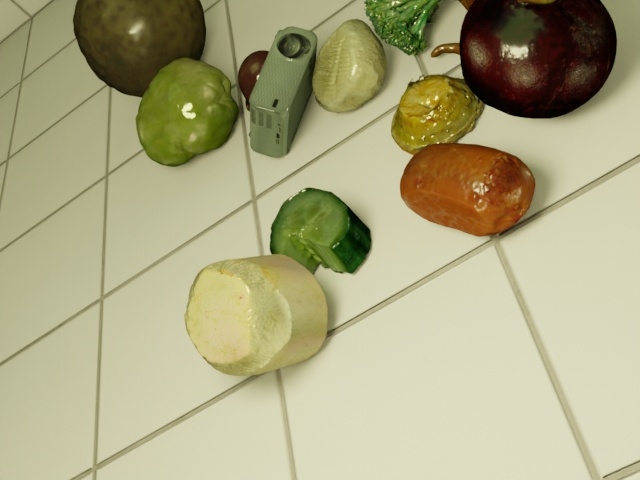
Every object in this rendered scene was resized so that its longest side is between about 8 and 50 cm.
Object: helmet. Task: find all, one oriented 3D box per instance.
[{"bbox_3d":[-0.164,-0.432,2.305,0.155,0.106,0.175,24,79,50],"label":"helmet"}]

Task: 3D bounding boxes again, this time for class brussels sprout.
[{"bbox_3d":[-0.346,-0.343,2.303,0.273,0.242,0.317,-32,29,55],"label":"brussels sprout"}]

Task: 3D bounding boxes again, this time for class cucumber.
[{"bbox_3d":[0.004,-0.009,1.788,0.191,0.130,0.191,-18,53,25],"label":"cucumber"}]

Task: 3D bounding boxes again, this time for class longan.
[{"bbox_3d":[-0.527,-0.614,2.559,0.391,0.391,0.391,-24,44,26],"label":"longan"}]

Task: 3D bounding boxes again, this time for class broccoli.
[{"bbox_3d":[0.218,-0.529,1.982,0.194,0.194,0.219,-10,15,37],"label":"broccoli"}]

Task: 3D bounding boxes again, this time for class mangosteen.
[{"bbox_3d":[0.392,-0.371,1.604,0.297,0.293,0.297,-15,52,20],"label":"mangosteen"}]

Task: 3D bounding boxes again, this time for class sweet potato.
[{"bbox_3d":[0.323,-0.425,1.908,0.179,0.044,0.044,-6,54,40],"label":"sweet potato"}]

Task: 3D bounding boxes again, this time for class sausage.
[{"bbox_3d":[0.262,-0.099,1.598,0.268,0.153,0.141,16,59,47],"label":"sausage"}]

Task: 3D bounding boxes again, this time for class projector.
[{"bbox_3d":[-0.092,-0.353,2.082,0.108,0.198,0.251,18,64,4],"label":"projector"}]

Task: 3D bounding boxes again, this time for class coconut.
[{"bbox_3d":[-0.114,0.139,1.679,0.239,0.244,0.239,1,92,34],"label":"coconut"}]

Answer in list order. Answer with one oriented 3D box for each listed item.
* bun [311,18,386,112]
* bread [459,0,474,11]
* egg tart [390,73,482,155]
[{"bbox_3d":[0.073,-0.400,2.038,0.220,0.134,0.221,-35,48,53],"label":"bun"},{"bbox_3d":[0.406,-0.564,1.875,0.246,0.135,0.232,-33,41,16],"label":"bread"},{"bbox_3d":[0.234,-0.274,1.830,0.212,0.090,0.213,-20,48,24],"label":"egg tart"}]
